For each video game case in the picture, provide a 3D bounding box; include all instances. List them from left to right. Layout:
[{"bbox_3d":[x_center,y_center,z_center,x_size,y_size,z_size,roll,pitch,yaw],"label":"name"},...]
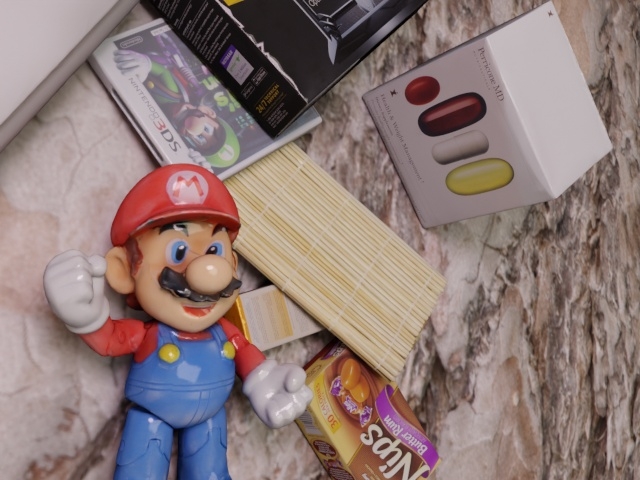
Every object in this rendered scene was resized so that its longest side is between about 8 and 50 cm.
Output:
[{"bbox_3d":[-0.111,-0.154,0.704,0.190,0.022,0.173,-36,93,-36],"label":"video game case"}]

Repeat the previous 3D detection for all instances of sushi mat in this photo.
[{"bbox_3d":[0.000,0.000,0.740,0.316,0.019,0.151,41,54,-11],"label":"sushi mat"}]

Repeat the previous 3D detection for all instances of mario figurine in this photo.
[{"bbox_3d":[-0.112,0.094,0.580,0.198,0.170,0.321,1,88,-71],"label":"mario figurine"}]

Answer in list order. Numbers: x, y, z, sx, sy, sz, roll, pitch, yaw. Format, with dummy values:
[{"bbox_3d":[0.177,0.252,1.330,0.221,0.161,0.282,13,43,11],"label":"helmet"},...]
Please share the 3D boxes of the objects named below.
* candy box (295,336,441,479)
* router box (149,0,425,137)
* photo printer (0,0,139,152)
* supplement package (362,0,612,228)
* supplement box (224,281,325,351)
[{"bbox_3d":[0.046,0.206,0.757,0.109,0.053,0.187,-38,103,-35],"label":"candy box"},{"bbox_3d":[-0.026,-0.294,0.744,0.243,0.081,0.309,48,55,-7],"label":"router box"},{"bbox_3d":[-0.311,-0.200,0.529,0.256,0.107,0.308,43,59,-23],"label":"photo printer"},{"bbox_3d":[0.199,-0.143,0.839,0.149,0.203,0.194,-34,102,-36],"label":"supplement package"},{"bbox_3d":[-0.049,0.077,0.718,0.098,0.036,0.062,-13,88,-37],"label":"supplement box"}]
